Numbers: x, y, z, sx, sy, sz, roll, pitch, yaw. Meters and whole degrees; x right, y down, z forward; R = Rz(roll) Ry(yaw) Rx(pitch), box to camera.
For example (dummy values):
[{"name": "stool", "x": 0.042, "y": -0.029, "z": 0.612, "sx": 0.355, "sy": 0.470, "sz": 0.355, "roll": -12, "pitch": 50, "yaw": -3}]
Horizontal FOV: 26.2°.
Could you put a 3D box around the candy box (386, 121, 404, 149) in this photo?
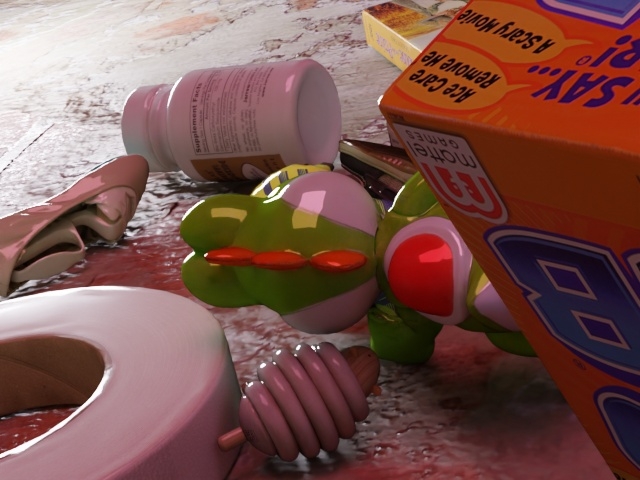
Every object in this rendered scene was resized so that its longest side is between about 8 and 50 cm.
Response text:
[{"name": "candy box", "x": 0.208, "y": -0.114, "z": 1.413, "sx": 0.233, "sy": 0.071, "sz": 0.159, "roll": -21, "pitch": 24, "yaw": -18}]

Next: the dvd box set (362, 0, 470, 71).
[{"name": "dvd box set", "x": 0.251, "y": -0.278, "z": 1.789, "sx": 0.308, "sy": 0.062, "sz": 0.420, "roll": -17, "pitch": 22, "yaw": -7}]

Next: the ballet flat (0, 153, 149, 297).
[{"name": "ballet flat", "x": -0.259, "y": -0.013, "z": 1.454, "sx": 0.248, "sy": 0.086, "sz": 0.086, "roll": -32, "pitch": 29, "yaw": -35}]

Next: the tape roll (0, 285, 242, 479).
[{"name": "tape roll", "x": -0.252, "y": 0.152, "z": 1.051, "sx": 0.392, "sy": 0.072, "sz": 0.392, "roll": -11, "pitch": 23, "yaw": 5}]

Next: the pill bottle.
[{"name": "pill bottle", "x": -0.103, "y": -0.132, "z": 1.554, "sx": 0.229, "sy": 0.131, "sz": 0.131, "roll": -1, "pitch": 25, "yaw": 27}]

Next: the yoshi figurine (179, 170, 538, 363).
[{"name": "yoshi figurine", "x": 0.082, "y": 0.003, "z": 1.027, "sx": 0.362, "sy": 0.203, "sz": 0.203, "roll": 3, "pitch": 60, "yaw": 15}]

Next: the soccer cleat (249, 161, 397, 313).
[{"name": "soccer cleat", "x": 0.000, "y": -0.001, "z": 1.243, "sx": 0.121, "sy": 0.093, "sz": 0.289, "roll": -33, "pitch": 28, "yaw": -25}]

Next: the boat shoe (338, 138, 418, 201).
[{"name": "boat shoe", "x": 0.082, "y": -0.045, "z": 1.318, "sx": 0.080, "sy": 0.073, "sz": 0.223, "roll": 3, "pitch": 14, "yaw": -34}]

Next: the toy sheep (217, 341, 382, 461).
[{"name": "toy sheep", "x": -0.015, "y": 0.116, "z": 0.986, "sx": 0.132, "sy": 0.091, "sz": 0.091, "roll": -33, "pitch": 26, "yaw": -9}]

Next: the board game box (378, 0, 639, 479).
[{"name": "board game box", "x": 0.327, "y": -0.032, "z": 0.651, "sx": 0.356, "sy": 0.356, "sz": 0.356, "roll": -47, "pitch": 34, "yaw": -18}]
